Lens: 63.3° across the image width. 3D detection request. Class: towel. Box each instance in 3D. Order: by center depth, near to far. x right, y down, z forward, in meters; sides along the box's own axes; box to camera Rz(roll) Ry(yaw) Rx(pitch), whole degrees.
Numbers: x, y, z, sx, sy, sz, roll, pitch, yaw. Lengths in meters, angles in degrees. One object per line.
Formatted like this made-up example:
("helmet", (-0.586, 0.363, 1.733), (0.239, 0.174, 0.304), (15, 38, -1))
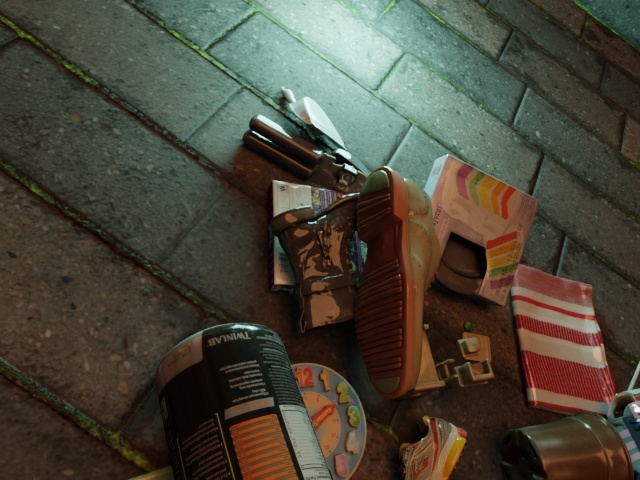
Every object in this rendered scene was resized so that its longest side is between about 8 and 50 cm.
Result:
("towel", (0.539, 0.221, 1.161), (0.236, 0.037, 0.329), (15, 57, -16))

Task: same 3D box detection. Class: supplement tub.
("supplement tub", (-0.096, 0.286, 0.687), (0.193, 0.194, 0.316), (-4, 50, -27))

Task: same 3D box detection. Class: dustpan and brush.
("dustpan and brush", (-0.034, -0.286, 1.163), (0.147, 0.060, 0.211), (23, 37, -55))

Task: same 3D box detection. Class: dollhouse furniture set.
("dollhouse furniture set", (0.208, 0.189, 0.970), (0.160, 0.101, 0.182), (-4, 63, -15))

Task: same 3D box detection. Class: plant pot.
("plant pot", (0.429, 0.401, 0.934), (0.165, 0.167, 0.167), (1, 61, -16))

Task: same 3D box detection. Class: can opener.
("can opener", (-0.024, -0.183, 1.116), (0.283, 0.076, 0.095), (29, 37, -6))

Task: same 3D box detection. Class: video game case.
("video game case", (0.000, 0.000, 1.031), (0.210, 0.042, 0.232), (8, 59, -21))

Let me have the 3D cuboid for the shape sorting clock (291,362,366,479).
("shape sorting clock", (-0.016, 0.303, 0.847), (0.206, 0.040, 0.206), (11, 58, -19))

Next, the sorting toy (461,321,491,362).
("sorting toy", (0.321, 0.210, 1.078), (0.062, 0.012, 0.083), (11, 61, -14))

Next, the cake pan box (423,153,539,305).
("cake pan box", (0.318, -0.015, 1.120), (0.245, 0.070, 0.267), (25, 80, -9))

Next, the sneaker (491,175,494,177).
("sneaker", (0.363, -0.078, 1.219), (0.240, 0.091, 0.126), (-18, 71, -33))

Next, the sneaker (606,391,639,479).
("sneaker", (0.593, 0.368, 0.942), (0.112, 0.319, 0.131), (-4, 86, 9))

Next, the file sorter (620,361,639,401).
("file sorter", (0.822, 0.376, 1.089), (0.173, 0.193, 0.278), (-32, 85, -39))

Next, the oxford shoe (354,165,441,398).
("oxford shoe", (0.152, 0.066, 0.888), (0.146, 0.140, 0.397), (15, 68, -30))

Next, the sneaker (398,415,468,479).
("sneaker", (0.160, 0.394, 0.862), (0.092, 0.088, 0.225), (28, 51, 18))

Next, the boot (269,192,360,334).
("boot", (0.038, 0.043, 0.956), (0.262, 0.091, 0.229), (-15, 76, -28))

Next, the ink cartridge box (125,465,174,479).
("ink cartridge box", (-0.211, 0.411, 0.678), (0.108, 0.062, 0.209), (-9, 66, -28))
